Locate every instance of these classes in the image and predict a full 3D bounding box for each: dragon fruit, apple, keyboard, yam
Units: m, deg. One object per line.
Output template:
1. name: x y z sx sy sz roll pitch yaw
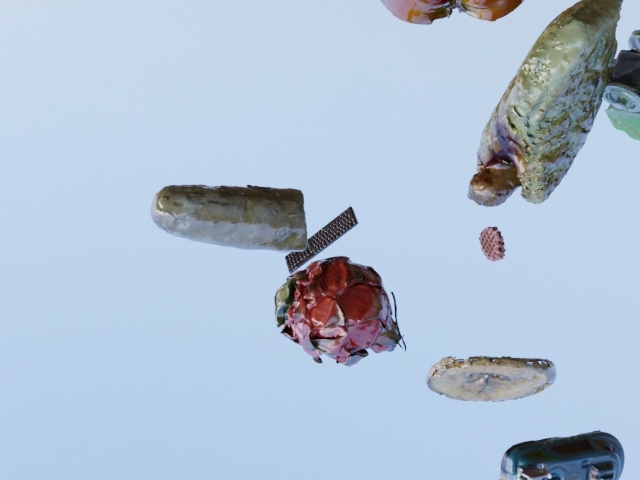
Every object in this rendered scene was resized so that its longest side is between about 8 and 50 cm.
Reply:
1. dragon fruit: 0.048 0.150 1.831 0.293 0.233 0.233 30 -166 -28
2. apple: 0.267 -0.562 1.770 0.295 0.329 0.364 33 -138 -24
3. keyboard: 0.000 0.000 2.086 0.013 0.204 0.061 40 -159 -38
4. yam: -0.162 -0.050 1.734 0.331 0.133 0.133 6 -157 -28

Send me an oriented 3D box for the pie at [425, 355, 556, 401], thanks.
1. pie: 0.352 0.285 1.882 0.274 0.274 0.055 4 -114 -7

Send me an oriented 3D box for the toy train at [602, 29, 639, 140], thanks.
1. toy train: 0.736 -0.304 1.885 0.307 0.173 0.249 20 167 41

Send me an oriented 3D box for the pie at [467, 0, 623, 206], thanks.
1. pie: 0.446 -0.282 1.709 0.181 0.418 0.395 29 -132 12

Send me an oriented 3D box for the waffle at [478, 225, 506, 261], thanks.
1. waffle: 0.360 0.007 1.895 0.029 0.075 0.083 -14 -178 -18

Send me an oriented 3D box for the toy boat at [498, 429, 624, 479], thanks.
1. toy boat: 0.456 0.425 1.628 0.299 0.134 0.092 0 -169 -31
